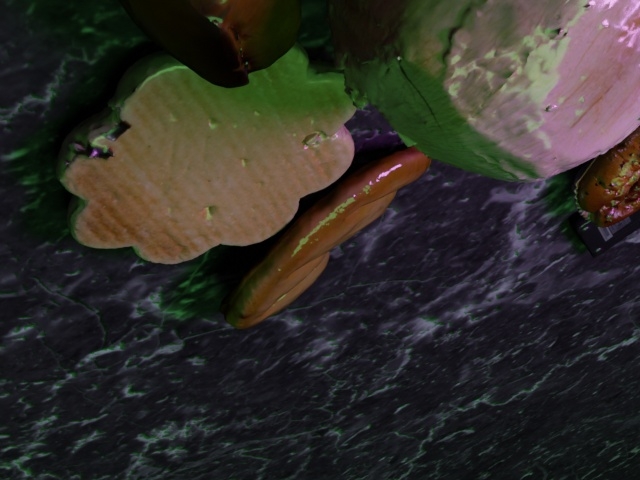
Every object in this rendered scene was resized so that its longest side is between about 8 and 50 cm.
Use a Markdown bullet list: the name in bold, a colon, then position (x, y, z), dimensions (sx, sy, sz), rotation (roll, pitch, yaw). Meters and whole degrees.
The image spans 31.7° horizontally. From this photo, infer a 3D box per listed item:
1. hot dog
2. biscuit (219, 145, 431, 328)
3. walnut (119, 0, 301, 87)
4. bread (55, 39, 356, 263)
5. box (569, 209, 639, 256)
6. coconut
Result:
- **hot dog**: position (0.418, -0.116, 1.436), dimensions (0.131, 0.069, 0.253), rotation (8, 132, -42)
- **biscuit**: position (-0.001, -0.001, 1.275), dimensions (0.299, 0.045, 0.154), rotation (-45, 165, 24)
- **walnut**: position (-0.088, -0.204, 0.878), dimensions (0.137, 0.137, 0.245), rotation (-32, 143, 7)
- **bread**: position (-0.105, -0.088, 1.101), dimensions (0.316, 0.054, 0.316), rotation (-19, 146, -13)
- **box**: position (0.421, -0.033, 1.595), dimensions (0.125, 0.027, 0.126), rotation (-35, 148, 10)
- **coconut**: position (0.144, -0.186, 0.934), dimensions (0.254, 0.297, 0.297), rotation (-51, 143, 14)
